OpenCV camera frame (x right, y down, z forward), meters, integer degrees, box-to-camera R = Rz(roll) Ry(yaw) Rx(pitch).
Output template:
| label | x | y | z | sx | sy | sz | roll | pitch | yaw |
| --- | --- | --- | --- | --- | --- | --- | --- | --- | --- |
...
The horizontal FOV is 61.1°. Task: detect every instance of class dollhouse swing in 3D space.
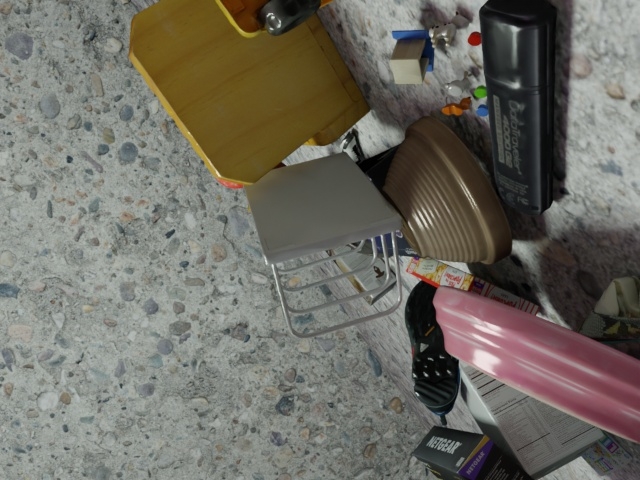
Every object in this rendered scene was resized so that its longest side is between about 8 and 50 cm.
| label | x | y | z | sx | sy | sz | roll | pitch | yaw |
| --- | --- | --- | --- | --- | --- | --- | --- | --- | --- |
| dollhouse swing | -0.143 | -0.292 | 0.960 | 0.347 | 0.305 | 0.315 | 56 | 170 | -20 |

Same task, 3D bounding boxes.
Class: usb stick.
| label | x | y | z | sx | sy | sz | roll | pitch | yaw |
| --- | --- | --- | --- | --- | --- | --- | --- | --- | --- |
| usb stick | 0.215 | -0.131 | 0.582 | 0.077 | 0.045 | 0.278 | 37 | 162 | 40 |

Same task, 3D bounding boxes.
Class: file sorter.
| label | x | y | z | sx | sy | sz | roll | pitch | yaw |
| --- | --- | --- | --- | --- | --- | --- | --- | --- | --- |
| file sorter | 0.000 | 0.000 | 0.880 | 0.277 | 0.193 | 0.173 | -117 | 13 | -59 |

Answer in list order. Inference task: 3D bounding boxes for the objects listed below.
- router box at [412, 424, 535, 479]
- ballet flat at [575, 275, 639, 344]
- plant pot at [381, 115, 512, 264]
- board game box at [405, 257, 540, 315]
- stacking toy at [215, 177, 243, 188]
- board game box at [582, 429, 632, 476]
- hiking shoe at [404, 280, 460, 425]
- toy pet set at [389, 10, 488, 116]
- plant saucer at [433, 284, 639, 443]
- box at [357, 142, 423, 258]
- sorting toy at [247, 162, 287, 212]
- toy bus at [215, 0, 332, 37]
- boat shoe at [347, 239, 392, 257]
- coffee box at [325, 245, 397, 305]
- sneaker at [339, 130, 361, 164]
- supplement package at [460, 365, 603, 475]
| label | x | y | z | sx | sy | sz | roll | pitch | yaw |
| --- | --- | --- | --- | --- | --- | --- | --- | --- | --- |
| router box | 0.312 | 0.451 | 0.970 | 0.243 | 0.081 | 0.309 | 42 | 165 | 9 |
| ballet flat | 0.359 | 0.077 | 0.590 | 0.221 | 0.077 | 0.079 | 155 | 96 | -78 |
| plant pot | 0.165 | -0.052 | 0.794 | 0.237 | 0.110 | 0.237 | 60 | 180 | 1 |
| board game box | 0.259 | 0.082 | 0.950 | 0.147 | 0.045 | 0.193 | 24 | -178 | -20 |
| stacking toy | -0.117 | -0.205 | 1.117 | 0.141 | 0.141 | 0.330 | 57 | -147 | -21 |
| board game box | 0.524 | 0.393 | 1.041 | 0.103 | 0.026 | 0.154 | 48 | 169 | 30 |
| hiking shoe | 0.235 | 0.215 | 1.137 | 0.132 | 0.113 | 0.304 | 68 | -152 | -49 |
| toy pet set | 0.145 | -0.215 | 0.645 | 0.114 | 0.065 | 0.122 | 8 | 152 | 24 |
| plant saucer | 0.292 | 0.159 | 0.694 | 0.332 | 0.084 | 0.332 | 24 | 177 | 2 |
| box | 0.136 | -0.069 | 1.040 | 0.184 | 0.103 | 0.261 | 52 | 171 | -8 |
| sorting toy | -0.046 | -0.087 | 1.314 | 0.365 | 0.126 | 0.127 | 18 | -150 | -50 |
| toy bus | -0.030 | -0.317 | 0.607 | 0.149 | 0.220 | 0.211 | 58 | 176 | -11 |
| boat shoe | 0.059 | -0.037 | 1.256 | 0.335 | 0.095 | 0.112 | 35 | -148 | -45 |
| coffee box | 0.113 | 0.064 | 1.638 | 0.246 | 0.098 | 0.141 | 51 | 170 | 14 |
| sneaker | 0.068 | -0.191 | 1.137 | 0.044 | 0.040 | 0.109 | 35 | 171 | 13 |
| supplement package | 0.379 | 0.322 | 1.011 | 0.203 | 0.149 | 0.194 | 61 | 177 | 33 |
